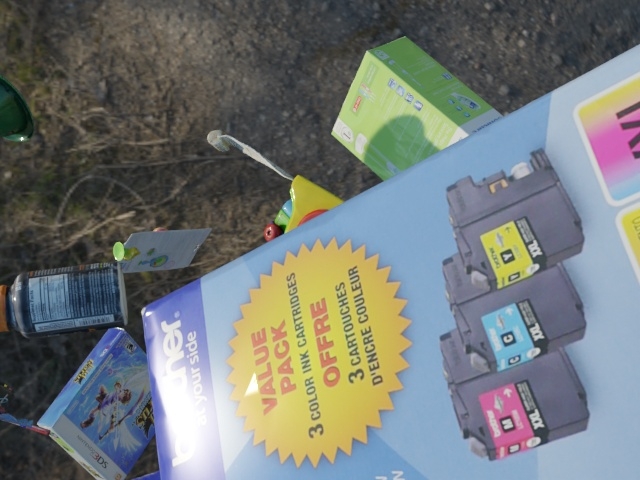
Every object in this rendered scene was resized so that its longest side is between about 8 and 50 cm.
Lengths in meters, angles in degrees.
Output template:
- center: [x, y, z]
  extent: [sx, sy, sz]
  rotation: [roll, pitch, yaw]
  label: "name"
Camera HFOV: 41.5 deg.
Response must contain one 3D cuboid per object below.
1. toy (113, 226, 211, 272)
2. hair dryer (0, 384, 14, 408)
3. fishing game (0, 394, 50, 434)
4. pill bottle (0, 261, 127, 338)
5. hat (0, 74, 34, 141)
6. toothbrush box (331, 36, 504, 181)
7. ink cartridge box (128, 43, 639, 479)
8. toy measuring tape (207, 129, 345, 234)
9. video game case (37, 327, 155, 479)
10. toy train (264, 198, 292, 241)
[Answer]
- center: [-0.384, 0.010, 1.989]
  extent: [0.056, 0.237, 0.137]
  rotation: [51, 123, 22]
  label: "toy"
- center: [-0.577, 0.263, 1.339]
  extent: [0.080, 0.223, 0.293]
  rotation: [2, 139, 12]
  label: "hair dryer"
- center: [-0.494, 0.222, 1.190]
  extent: [0.189, 0.264, 0.041]
  rotation: [13, 71, 14]
  label: "fishing game"
- center: [-0.500, 0.117, 1.617]
  extent: [0.246, 0.130, 0.130]
  rotation: [-6, 93, -10]
  label: "pill bottle"
- center: [-0.632, -0.198, 1.484]
  extent: [0.173, 0.183, 0.208]
  rotation: [17, 143, 17]
  label: "hat"
- center: [0.183, -0.200, 1.550]
  extent: [0.283, 0.122, 0.206]
  rotation: [44, 138, 20]
  label: "toothbrush box"
- center: [0.065, 0.116, 0.416]
  extent: [0.395, 0.151, 0.270]
  rotation: [-29, 59, 28]
  label: "ink cartridge box"
- center: [-0.039, -0.027, 1.121]
  extent: [0.330, 0.121, 0.121]
  rotation: [31, 106, 19]
  label: "toy measuring tape"
- center: [-0.463, 0.376, 1.896]
  extent: [0.061, 0.269, 0.244]
  rotation: [3, 137, 38]
  label: "video game case"
- center: [0.000, 0.000, 1.749]
  extent: [0.248, 0.105, 0.143]
  rotation: [47, 121, 34]
  label: "toy train"
